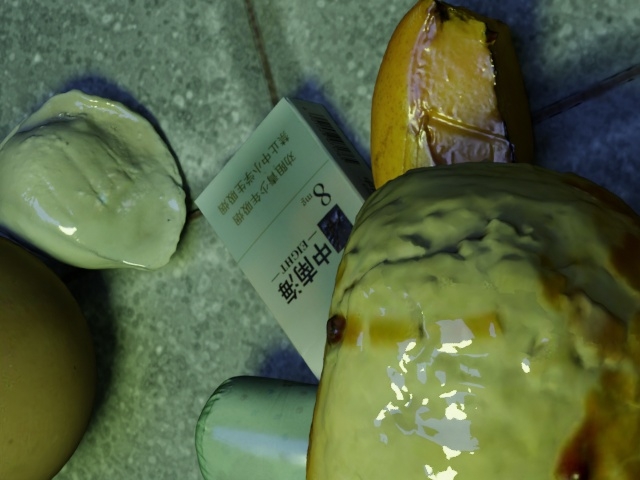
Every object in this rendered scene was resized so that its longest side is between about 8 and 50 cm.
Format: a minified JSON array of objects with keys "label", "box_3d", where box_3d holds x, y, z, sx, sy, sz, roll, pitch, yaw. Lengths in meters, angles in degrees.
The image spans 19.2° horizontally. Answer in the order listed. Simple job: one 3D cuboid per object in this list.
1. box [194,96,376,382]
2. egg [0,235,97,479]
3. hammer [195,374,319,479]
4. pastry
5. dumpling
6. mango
[{"label":"box","box_3d":[0.000,0.000,1.818,0.155,0.067,0.243,-48,62,25]},{"label":"egg","box_3d":[-0.400,0.128,1.951,0.374,0.301,0.301,18,97,38]},{"label":"hammer","box_3d":[-0.019,0.299,1.782,0.206,0.119,0.335,6,100,22]},{"label":"pastry","box_3d":[0.154,0.124,1.522,0.313,0.388,0.388,9,93,1]},{"label":"dumpling","box_3d":[-0.244,-0.063,1.971,0.252,0.131,0.179,19,73,26]},{"label":"mango","box_3d":[0.118,-0.092,1.705,0.154,0.126,0.252,6,97,25]}]
